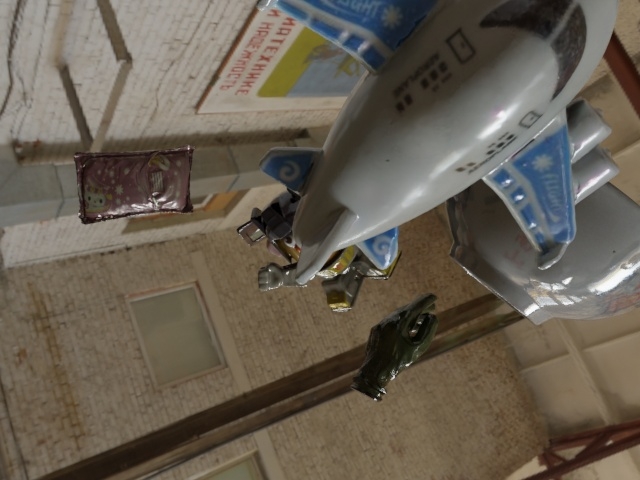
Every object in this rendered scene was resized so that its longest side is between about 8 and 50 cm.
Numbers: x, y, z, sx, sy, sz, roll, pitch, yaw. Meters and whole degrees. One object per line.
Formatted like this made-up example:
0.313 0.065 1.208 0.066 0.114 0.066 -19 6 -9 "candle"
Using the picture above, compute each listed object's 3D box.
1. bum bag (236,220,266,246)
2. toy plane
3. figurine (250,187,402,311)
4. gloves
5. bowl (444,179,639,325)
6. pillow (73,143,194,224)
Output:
-0.106 -0.049 1.297 0.026 0.159 0.109 57 -2 22 "bum bag"
0.074 -0.080 0.389 0.122 0.267 0.267 -82 -176 -61 "toy plane"
-0.003 0.001 1.160 0.143 0.308 0.308 -142 -132 -68 "figurine"
0.159 0.211 1.224 0.135 0.268 0.107 13 -35 51 "gloves"
0.267 0.004 0.744 0.157 0.345 0.345 -52 -127 5 "bowl"
-0.291 -0.091 0.935 0.043 0.185 0.118 -153 -120 -66 "pillow"
